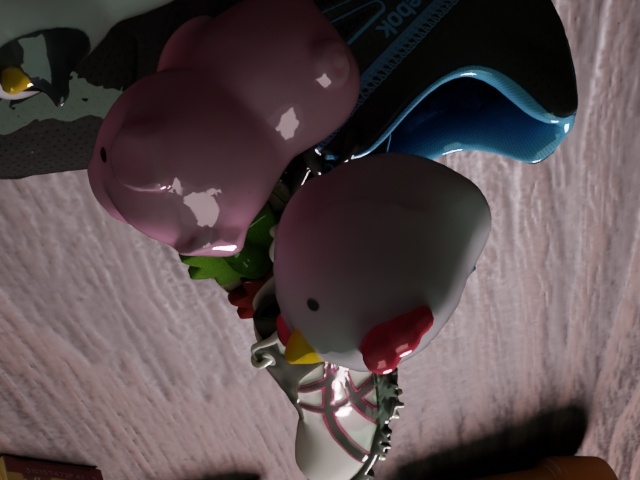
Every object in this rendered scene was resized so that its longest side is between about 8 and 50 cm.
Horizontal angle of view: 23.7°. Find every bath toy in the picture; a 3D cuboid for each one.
[{"bbox_3d":[-0.054,-0.062,0.664,0.151,0.129,0.348,-31,117,20],"label":"bath toy"}]

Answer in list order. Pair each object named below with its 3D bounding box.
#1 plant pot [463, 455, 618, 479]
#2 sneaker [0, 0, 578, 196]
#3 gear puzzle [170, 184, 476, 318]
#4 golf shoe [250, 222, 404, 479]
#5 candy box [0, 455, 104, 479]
[{"bbox_3d":[0.191,0.319,1.548,0.188,0.205,0.205,4,145,-10],"label":"plant pot"},{"bbox_3d":[-0.030,-0.081,0.786,0.341,0.140,0.125,-14,152,-9],"label":"sneaker"},{"bbox_3d":[0.000,0.000,1.032,0.175,0.044,0.339,-27,150,11],"label":"gear puzzle"},{"bbox_3d":[0.004,0.072,1.038,0.120,0.105,0.273,5,135,-11],"label":"golf shoe"},{"bbox_3d":[-0.275,0.248,1.265,0.186,0.053,0.109,-39,145,26],"label":"candy box"}]
